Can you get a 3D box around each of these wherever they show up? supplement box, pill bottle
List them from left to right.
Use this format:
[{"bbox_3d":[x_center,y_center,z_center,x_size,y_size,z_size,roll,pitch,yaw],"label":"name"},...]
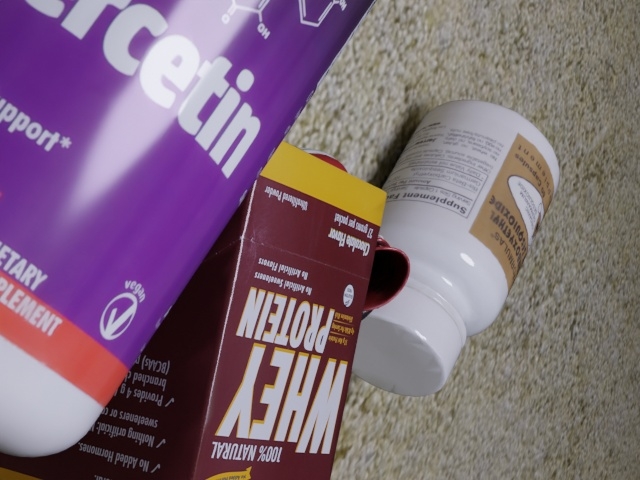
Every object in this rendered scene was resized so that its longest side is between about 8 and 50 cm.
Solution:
[{"bbox_3d":[-0.087,-0.092,0.493,0.323,0.181,0.181,-57,144,-12],"label":"pill bottle"},{"bbox_3d":[-0.093,0.045,0.643,0.129,0.191,0.194,21,80,-60],"label":"supplement box"},{"bbox_3d":[0.097,0.006,1.021,0.229,0.131,0.131,-59,143,-34],"label":"pill bottle"}]

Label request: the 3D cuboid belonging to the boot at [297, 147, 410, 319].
[{"bbox_3d":[0.000,0.000,0.810,0.244,0.176,0.088,-29,120,-56],"label":"boot"}]
